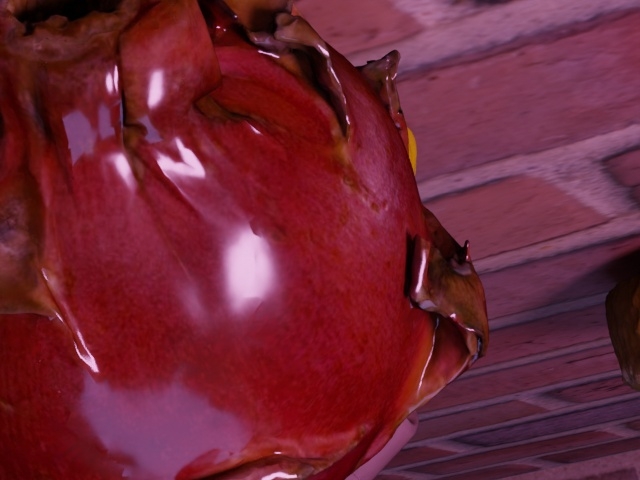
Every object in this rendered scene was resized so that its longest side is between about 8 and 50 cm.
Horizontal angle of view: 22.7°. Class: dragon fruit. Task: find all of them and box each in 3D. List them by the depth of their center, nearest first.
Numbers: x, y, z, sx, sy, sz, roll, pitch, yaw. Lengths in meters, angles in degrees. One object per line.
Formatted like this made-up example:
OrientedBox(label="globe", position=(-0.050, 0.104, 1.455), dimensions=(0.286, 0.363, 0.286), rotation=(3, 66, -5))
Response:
OrientedBox(label="dragon fruit", position=(-0.064, 0.013, 0.619), dimensions=(0.250, 0.250, 0.315), rotation=(-2, 147, -26))

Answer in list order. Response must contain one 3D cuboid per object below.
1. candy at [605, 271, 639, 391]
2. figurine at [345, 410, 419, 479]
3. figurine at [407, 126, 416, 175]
OrientedBox(label="candy", position=(0.348, 0.051, 1.231), dimensions=(0.259, 0.118, 0.260), rotation=(-8, 170, -1))
OrientedBox(label="figurine", position=(-0.011, 0.075, 1.079), dimensions=(0.186, 0.176, 0.287), rotation=(-53, 178, 3))
OrientedBox(label="figurine", position=(-0.007, 0.004, 0.882), dimensions=(0.129, 0.109, 0.178), rotation=(-29, 173, -13))
